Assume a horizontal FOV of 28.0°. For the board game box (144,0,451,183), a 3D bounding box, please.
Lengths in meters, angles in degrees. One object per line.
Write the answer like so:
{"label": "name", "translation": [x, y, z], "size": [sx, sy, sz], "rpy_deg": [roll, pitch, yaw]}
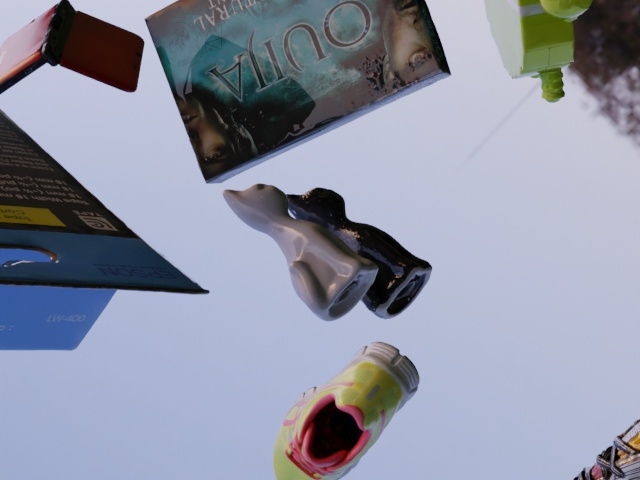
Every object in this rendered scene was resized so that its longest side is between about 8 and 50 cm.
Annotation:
{"label": "board game box", "translation": [-0.018, -0.129, 0.852], "size": [0.026, 0.186, 0.126], "rpy_deg": [-7, -105, -65]}

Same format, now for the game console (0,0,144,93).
{"label": "game console", "translation": [-0.249, -0.170, 1.250], "size": [0.085, 0.124, 0.144], "rpy_deg": [52, -165, -26]}

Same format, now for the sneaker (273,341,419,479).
{"label": "sneaker", "translation": [0.002, 0.174, 1.137], "size": [0.081, 0.208, 0.094], "rpy_deg": [38, -138, 6]}

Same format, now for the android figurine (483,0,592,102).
{"label": "android figurine", "translation": [0.164, -0.248, 1.042], "size": [0.248, 0.056, 0.272], "rpy_deg": [-101, -1, -65]}

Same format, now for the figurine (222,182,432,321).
{"label": "figurine", "translation": [0.000, 0.000, 1.562], "size": [0.209, 0.092, 0.215], "rpy_deg": [44, -159, 26]}

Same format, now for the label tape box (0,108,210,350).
{"label": "label tape box", "translation": [-0.257, -0.006, 0.737], "size": [0.241, 0.105, 0.334], "rpy_deg": [4, -157, -40]}

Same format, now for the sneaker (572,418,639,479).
{"label": "sneaker", "translation": [0.185, 0.150, 0.776], "size": [0.088, 0.225, 0.092], "rpy_deg": [-65, -41, -71]}
